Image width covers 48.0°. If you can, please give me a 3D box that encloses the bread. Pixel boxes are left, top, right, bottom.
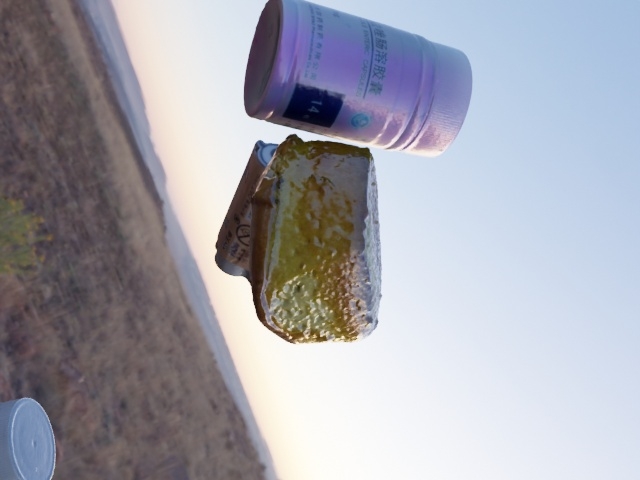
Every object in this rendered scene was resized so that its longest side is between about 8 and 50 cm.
[{"bbox_3d":[0.000,0.000,0.845,0.268,0.145,0.269,1,90,-83],"label":"bread"}]

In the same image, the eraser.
[{"bbox_3d":[-0.093,-0.034,1.337,0.291,0.171,0.087,-61,-179,43],"label":"eraser"}]

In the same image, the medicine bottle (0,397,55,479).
[{"bbox_3d":[-0.751,0.466,1.525,0.245,0.306,0.245,-14,90,-87],"label":"medicine bottle"}]

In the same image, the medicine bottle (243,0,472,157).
[{"bbox_3d":[0.045,-0.199,0.900,0.152,0.253,0.152,-170,-90,-70],"label":"medicine bottle"}]
